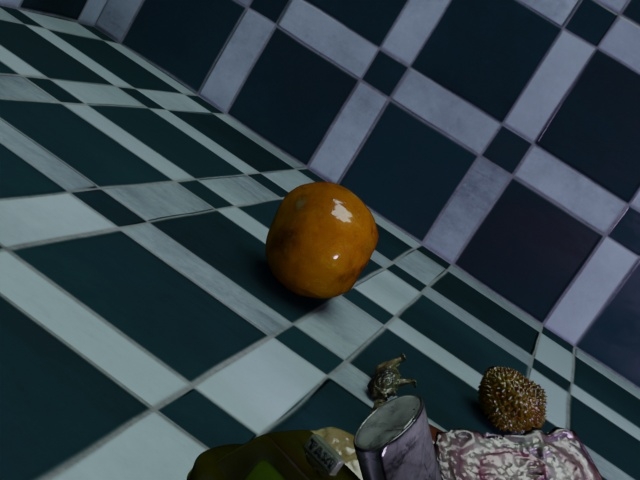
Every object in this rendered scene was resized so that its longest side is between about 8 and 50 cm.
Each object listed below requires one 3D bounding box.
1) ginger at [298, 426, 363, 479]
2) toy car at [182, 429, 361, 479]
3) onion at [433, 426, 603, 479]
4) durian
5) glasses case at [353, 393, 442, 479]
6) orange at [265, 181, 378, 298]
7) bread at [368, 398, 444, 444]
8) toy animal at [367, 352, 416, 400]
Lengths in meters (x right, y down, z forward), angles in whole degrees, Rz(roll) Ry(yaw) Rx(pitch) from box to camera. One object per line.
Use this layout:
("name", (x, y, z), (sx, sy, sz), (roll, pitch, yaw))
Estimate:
("ginger", (0.055, 0.338, 1.263), (0.267, 0.152, 0.138), (17, 36, 17))
("toy car", (-0.038, 0.307, 1.032), (0.248, 0.198, 0.204), (41, 16, 32))
("onion", (0.306, 0.434, 1.488), (0.315, 0.146, 0.280), (10, 42, -20))
("durian", (0.411, 0.344, 2.036), (0.168, 0.137, 0.158), (47, -3, 21))
("glasses case", (0.112, 0.333, 1.106), (0.060, 0.299, 0.114), (3, 28, 38))
("orange", (0.000, 0.000, 2.071), (0.261, 0.261, 0.261), (30, 14, -8))
("bread", (0.176, 0.351, 1.621), (0.192, 0.067, 0.119), (29, 14, -11))
("toy animal", (0.145, 0.261, 1.856), (0.220, 0.086, 0.069), (-12, 85, -78))
